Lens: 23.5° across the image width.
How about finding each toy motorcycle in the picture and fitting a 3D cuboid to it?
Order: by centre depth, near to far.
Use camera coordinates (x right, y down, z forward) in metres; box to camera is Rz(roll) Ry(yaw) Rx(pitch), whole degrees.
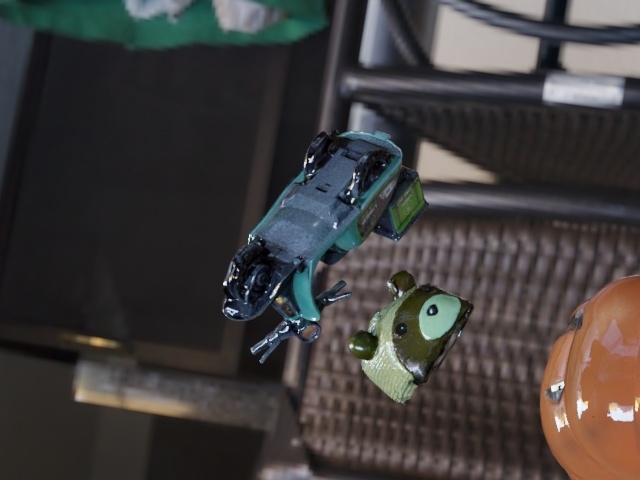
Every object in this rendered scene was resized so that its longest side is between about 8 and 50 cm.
[{"bbox_3d":[0.000,0.000,0.984,0.058,0.173,0.100,22,148,33],"label":"toy motorcycle"}]

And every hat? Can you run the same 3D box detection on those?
[{"bbox_3d":[0.055,0.062,0.996,0.059,0.077,0.076,32,168,6],"label":"hat"}]

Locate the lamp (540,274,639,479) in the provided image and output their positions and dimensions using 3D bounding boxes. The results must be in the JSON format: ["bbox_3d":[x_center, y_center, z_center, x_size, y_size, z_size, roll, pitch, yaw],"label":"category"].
[{"bbox_3d":[0.242,0.117,1.043,0.187,0.164,0.187,15,154,7],"label":"lamp"}]
